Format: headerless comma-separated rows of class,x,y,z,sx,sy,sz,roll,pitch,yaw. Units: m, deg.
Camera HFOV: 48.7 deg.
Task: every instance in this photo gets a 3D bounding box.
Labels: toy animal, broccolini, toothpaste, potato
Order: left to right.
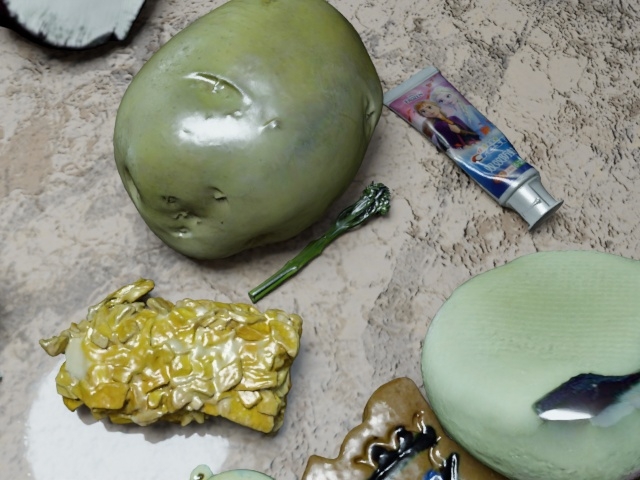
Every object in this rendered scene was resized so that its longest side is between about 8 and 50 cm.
toy animal,-0.368,-0.388,0.853,0.251,0.251,0.310,-37,66,-21
potato,-0.068,-0.134,0.778,0.243,0.221,0.326,34,63,17
broccolini,-0.001,-0.001,0.838,0.218,0.044,0.042,-36,91,-15
toothpaste,0.196,-0.123,0.911,0.096,0.061,0.266,-34,69,-19

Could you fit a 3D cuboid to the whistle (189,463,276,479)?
whistle,-0.050,0.316,0.652,0.126,0.067,0.258,-37,67,-7

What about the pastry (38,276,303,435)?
pastry,-0.148,0.114,0.722,0.250,0.102,0.154,9,77,-7

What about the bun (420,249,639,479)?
bun,0.249,0.142,0.718,0.283,0.179,0.283,-15,30,9

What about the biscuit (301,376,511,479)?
biscuit,0.123,0.291,0.719,0.302,0.043,0.278,16,66,-1

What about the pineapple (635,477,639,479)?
pineapple,0.351,0.185,0.789,0.074,0.074,0.159,24,57,2
